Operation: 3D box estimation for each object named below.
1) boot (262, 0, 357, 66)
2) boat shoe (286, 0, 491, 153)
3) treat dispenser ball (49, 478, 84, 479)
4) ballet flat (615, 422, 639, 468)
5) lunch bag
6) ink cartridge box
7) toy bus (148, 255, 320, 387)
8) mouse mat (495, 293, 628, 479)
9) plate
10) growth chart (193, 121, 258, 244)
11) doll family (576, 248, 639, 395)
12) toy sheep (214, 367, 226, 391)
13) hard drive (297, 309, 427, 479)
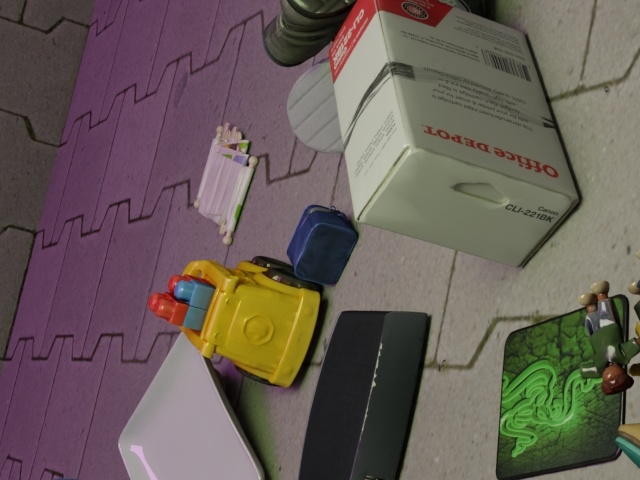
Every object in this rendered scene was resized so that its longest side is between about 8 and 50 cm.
[{"bbox_3d":[0.088,-0.325,1.559,0.223,0.338,0.118,129,118,-79],"label":"boot"},{"bbox_3d":[0.090,-0.205,1.647,0.335,0.119,0.121,-27,93,49],"label":"boat shoe"},{"bbox_3d":[-0.388,0.501,2.005,0.288,0.288,0.288,-46,35,47],"label":"treat dispenser ball"},{"bbox_3d":[0.304,0.179,0.976,0.073,0.080,0.232,-44,28,-2],"label":"ballet flat"},{"bbox_3d":[0.000,0.000,1.751,0.098,0.067,0.065,-64,25,19],"label":"lunch bag"},{"bbox_3d":[0.129,-0.122,1.381,0.114,0.197,0.273,-57,28,37],"label":"ink cartridge box"},{"bbox_3d":[-0.131,0.090,1.806,0.220,0.211,0.149,33,106,67],"label":"toy bus"},{"bbox_3d":[0.220,0.140,1.245,0.189,0.007,0.153,-32,47,58],"label":"mouse mat"},{"bbox_3d":[-0.178,0.310,1.893,0.277,0.045,0.278,-58,47,34],"label":"plate"},{"bbox_3d":[-0.160,-0.103,2.236,0.172,0.021,0.237,-69,24,9],"label":"growth chart"},{"bbox_3d":[0.285,0.063,1.058,0.193,0.076,0.111,-48,39,46],"label":"doll family"},{"bbox_3d":[-0.190,0.224,2.001,0.132,0.091,0.091,-33,46,47],"label":"toy sheep"},{"bbox_3d":[0.042,0.200,1.541,0.172,0.054,0.255,-4,71,66],"label":"hard drive"}]
